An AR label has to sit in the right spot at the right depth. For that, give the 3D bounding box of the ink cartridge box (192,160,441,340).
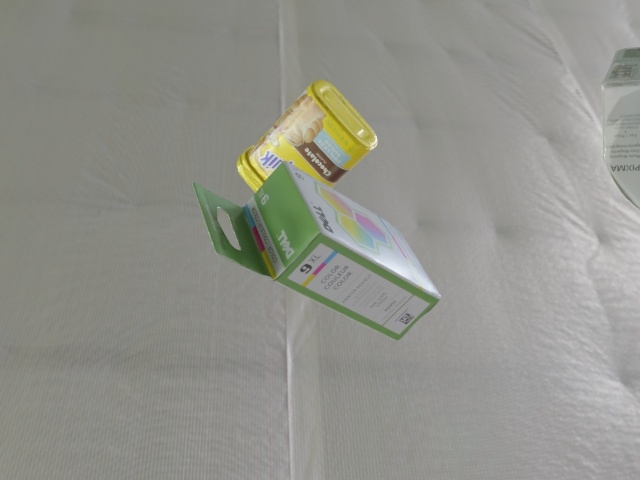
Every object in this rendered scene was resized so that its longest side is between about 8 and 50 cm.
[{"bbox_3d":[0.000,0.000,0.600,0.209,0.062,0.109,28,-158,-36],"label":"ink cartridge box"}]

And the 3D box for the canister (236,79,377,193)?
[{"bbox_3d":[-0.019,-0.120,0.958,0.126,0.170,0.073,48,-146,0],"label":"canister"}]

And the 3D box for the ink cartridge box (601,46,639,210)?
[{"bbox_3d":[0.376,-0.100,0.849,0.066,0.232,0.189,6,-153,24],"label":"ink cartridge box"}]
